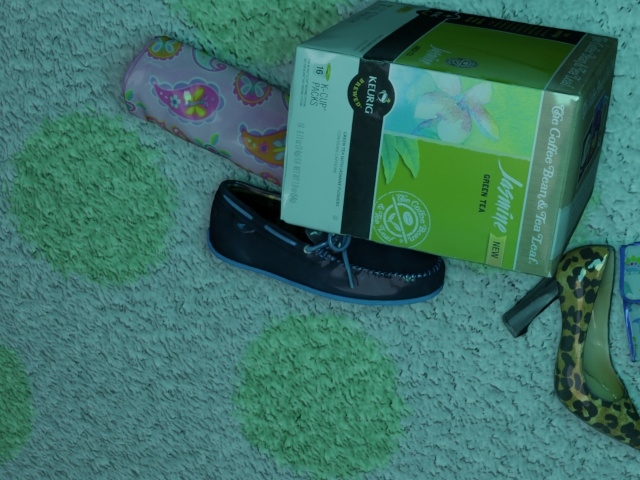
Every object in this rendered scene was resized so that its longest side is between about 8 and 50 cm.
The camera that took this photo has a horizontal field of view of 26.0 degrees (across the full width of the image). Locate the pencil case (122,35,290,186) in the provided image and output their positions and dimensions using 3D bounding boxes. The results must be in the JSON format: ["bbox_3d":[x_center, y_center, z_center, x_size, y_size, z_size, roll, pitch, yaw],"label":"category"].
[{"bbox_3d":[-0.127,-0.170,1.862,0.284,0.124,0.124,26,115,10],"label":"pencil case"}]

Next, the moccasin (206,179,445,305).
[{"bbox_3d":[0.000,0.000,1.860,0.342,0.137,0.116,11,119,15],"label":"moccasin"}]

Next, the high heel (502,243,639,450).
[{"bbox_3d":[0.379,0.138,1.798,0.261,0.093,0.186,48,123,8],"label":"high heel"}]

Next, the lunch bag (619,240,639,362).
[{"bbox_3d":[0.452,0.072,1.757,0.129,0.096,0.151,-6,92,24],"label":"lunch bag"}]

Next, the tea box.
[{"bbox_3d":[0.163,-0.135,1.649,0.324,0.329,0.219,11,112,16],"label":"tea box"}]
